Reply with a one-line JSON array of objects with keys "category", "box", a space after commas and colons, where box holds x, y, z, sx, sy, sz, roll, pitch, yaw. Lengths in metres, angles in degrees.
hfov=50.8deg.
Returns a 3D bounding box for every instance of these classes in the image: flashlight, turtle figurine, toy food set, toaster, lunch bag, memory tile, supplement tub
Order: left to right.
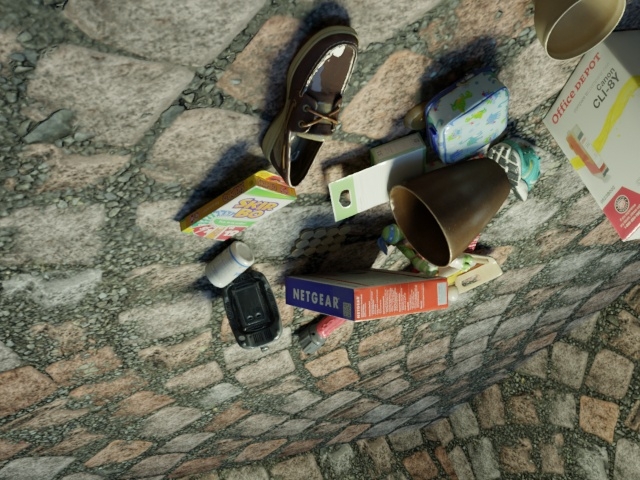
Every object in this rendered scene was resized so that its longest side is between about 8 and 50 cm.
[{"category": "supplement tub", "box": [-0.218, 0.056, 1.616, 0.107, 0.071, 0.071, -39, 148, 25]}, {"category": "toaster", "box": [-0.176, 0.176, 1.727, 0.129, 0.227, 0.146, -19, 168, -8]}, {"category": "memory tile", "box": [0.000, 0.000, 1.745, 0.148, 0.012, 0.113, -8, 147, -29]}, {"category": "flashlight", "box": [0.050, 0.253, 2.105, 0.304, 0.103, 0.103, -42, 148, 27]}, {"category": "turtle figurine", "box": [0.316, -0.008, 1.770, 0.266, 0.197, 0.274, 10, 139, -35]}, {"category": "toy food set", "box": [0.416, 0.129, 2.123, 0.220, 0.092, 0.306, -29, 159, 32]}, {"category": "lunch bag", "box": [0.309, -0.261, 1.443, 0.176, 0.090, 0.219, -34, 158, 1]}]

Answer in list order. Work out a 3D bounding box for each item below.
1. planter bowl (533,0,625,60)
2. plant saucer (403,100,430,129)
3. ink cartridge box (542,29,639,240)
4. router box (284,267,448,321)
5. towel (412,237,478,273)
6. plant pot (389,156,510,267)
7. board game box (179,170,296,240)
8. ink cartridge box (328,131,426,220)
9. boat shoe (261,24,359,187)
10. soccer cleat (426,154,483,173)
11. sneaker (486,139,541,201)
[{"category": "planter bowl", "box": [0.471, -0.438, 1.275, 0.162, 0.109, 0.162, -18, 150, -11]}, {"category": "plant saucer", "box": [0.222, -0.267, 1.467, 0.083, 0.015, 0.083, -18, 150, -11]}, {"category": "ink cartridge box", "box": [0.703, -0.236, 1.502, 0.160, 0.384, 0.279, -9, 148, -20]}, {"category": "router box", "box": [0.115, 0.135, 1.790, 0.301, 0.082, 0.335, -4, -175, -32]}, {"category": "towel", "box": [0.385, 0.001, 2.015, 0.199, 0.031, 0.275, -14, 148, -13]}, {"category": "plant pot", "box": [0.315, -0.088, 1.544, 0.230, 0.215, 0.215, -32, 153, -15]}, {"category": "board game box", "box": [-0.169, -0.070, 1.429, 0.259, 0.039, 0.124, -30, 153, 32]}, {"category": "ink cartridge box", "box": [0.129, -0.144, 1.561, 0.235, 0.056, 0.171, -19, 150, -3]}, {"category": "boat shoe", "box": [-0.008, -0.232, 1.243, 0.123, 0.123, 0.342, -3, 145, -33]}, {"category": "soccer cleat", "box": [0.333, -0.164, 1.670, 0.196, 0.068, 0.076, -11, 150, -28]}, {"category": "sneaker", "box": [0.507, -0.200, 1.737, 0.110, 0.107, 0.275, -49, 152, 4]}]
